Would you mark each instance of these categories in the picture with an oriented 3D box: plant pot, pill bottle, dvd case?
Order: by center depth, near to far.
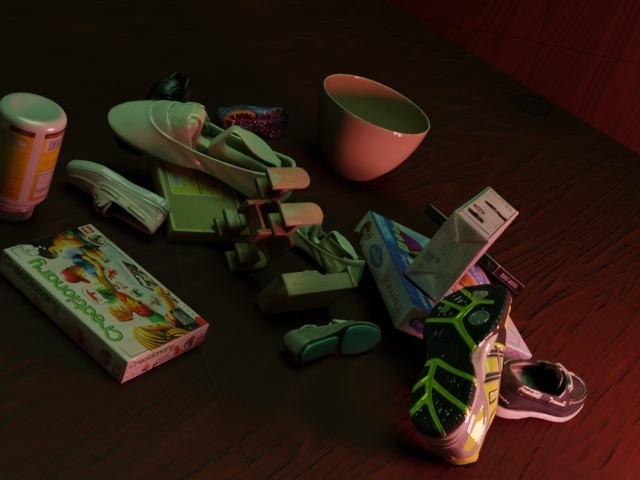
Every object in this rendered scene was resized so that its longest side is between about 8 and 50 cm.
[{"bbox_3d":[-0.527,-0.143,1.679,0.117,0.215,0.117,19,30,-11],"label":"pill bottle"},{"bbox_3d":[0.354,0.019,2.195,0.239,0.030,0.179,45,8,34],"label":"dvd case"},{"bbox_3d":[0.104,-0.262,2.376,0.284,0.191,0.284,19,30,-11],"label":"plant pot"}]

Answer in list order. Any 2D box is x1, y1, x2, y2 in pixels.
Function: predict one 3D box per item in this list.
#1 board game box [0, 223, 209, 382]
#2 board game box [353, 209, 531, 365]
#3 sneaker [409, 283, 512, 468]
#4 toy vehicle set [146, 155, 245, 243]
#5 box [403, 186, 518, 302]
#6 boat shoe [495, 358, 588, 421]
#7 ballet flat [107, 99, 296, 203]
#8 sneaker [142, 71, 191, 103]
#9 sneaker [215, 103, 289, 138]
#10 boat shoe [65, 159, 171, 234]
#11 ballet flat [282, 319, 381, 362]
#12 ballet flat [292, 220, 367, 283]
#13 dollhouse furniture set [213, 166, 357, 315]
[{"bbox_3d":[-0.359,0.096,1.582,0.305,0.053,0.193,37,32,20],"label":"board game box"},{"bbox_3d":[0.245,0.104,1.947,0.317,0.066,0.319,24,27,-30],"label":"board game box"},{"bbox_3d":[0.255,0.229,1.686,0.145,0.147,0.385,-3,38,31],"label":"sneaker"},{"bbox_3d":[-0.257,-0.113,1.939,0.165,0.035,0.267,4,52,-33],"label":"toy vehicle set"},{"bbox_3d":[0.286,0.001,1.897,0.087,0.169,0.290,41,23,9],"label":"box"},{"bbox_3d":[0.428,0.279,1.815,0.302,0.091,0.114,1,45,-44],"label":"boat shoe"},{"bbox_3d":[-0.223,-0.202,1.915,0.400,0.139,0.139,26,28,-14],"label":"ballet flat"},{"bbox_3d":[-0.374,-0.308,2.158,0.107,0.124,0.283,24,29,0],"label":"sneaker"},{"bbox_3d":[-0.166,-0.306,2.364,0.221,0.083,0.087,-2,31,-44],"label":"sneaker"},{"bbox_3d":[-0.399,-0.082,1.817,0.226,0.083,0.076,22,64,13],"label":"boat shoe"},{"bbox_3d":[0.020,0.171,1.731,0.213,0.072,0.068,-6,35,-43],"label":"ballet flat"},{"bbox_3d":[0.000,0.000,1.982,0.248,0.086,0.086,39,32,24],"label":"ballet flat"},{"bbox_3d":[-0.058,0.006,1.809,0.160,0.212,0.242,-4,67,-39],"label":"dollhouse furniture set"}]
